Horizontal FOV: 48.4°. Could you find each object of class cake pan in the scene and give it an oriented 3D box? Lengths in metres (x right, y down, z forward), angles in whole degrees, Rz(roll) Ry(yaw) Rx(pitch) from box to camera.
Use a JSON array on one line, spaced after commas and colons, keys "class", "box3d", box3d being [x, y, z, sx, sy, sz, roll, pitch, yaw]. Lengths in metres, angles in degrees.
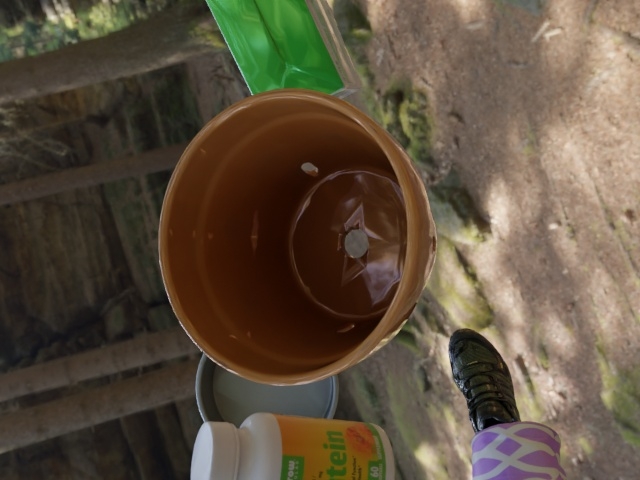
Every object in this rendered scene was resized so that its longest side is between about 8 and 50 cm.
[{"class": "cake pan", "box3d": [-0.105, 0.294, 1.444, 0.054, 0.293, 0.293, 29, -136, -80]}]

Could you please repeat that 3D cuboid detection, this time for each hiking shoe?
[{"class": "hiking shoe", "box3d": [0.252, 0.232, 1.044, 0.114, 0.086, 0.226, 49, -161, -74]}]

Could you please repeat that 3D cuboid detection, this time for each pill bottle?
[{"class": "pill bottle", "box3d": [-0.039, 0.302, 0.944, 0.136, 0.246, 0.136, -169, 90, -69]}]

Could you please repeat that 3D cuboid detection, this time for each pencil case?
[{"class": "pencil case", "box3d": [0.174, 0.255, 0.588, 0.088, 0.086, 0.206, 38, -138, -34]}]

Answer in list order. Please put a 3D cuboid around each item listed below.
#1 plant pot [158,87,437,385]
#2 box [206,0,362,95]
[{"class": "plant pot", "box3d": [0.000, 0.000, 0.779, 0.203, 0.291, 0.290, 6, -115, -63]}, {"class": "box", "box3d": [-0.054, -0.313, 1.026, 0.262, 0.127, 0.231, 64, -167, -8]}]
